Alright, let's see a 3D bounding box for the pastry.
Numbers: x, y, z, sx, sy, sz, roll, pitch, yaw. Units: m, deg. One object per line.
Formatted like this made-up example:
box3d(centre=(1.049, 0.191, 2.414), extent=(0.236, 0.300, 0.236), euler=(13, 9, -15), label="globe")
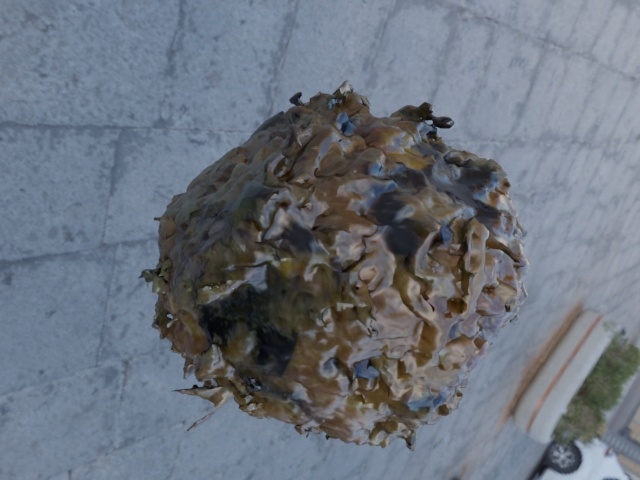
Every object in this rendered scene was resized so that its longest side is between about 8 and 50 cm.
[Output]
box3d(centre=(0.000, 0.000, 0.427), extent=(0.274, 0.275, 0.193), euler=(-55, 137, -10), label="pastry")
